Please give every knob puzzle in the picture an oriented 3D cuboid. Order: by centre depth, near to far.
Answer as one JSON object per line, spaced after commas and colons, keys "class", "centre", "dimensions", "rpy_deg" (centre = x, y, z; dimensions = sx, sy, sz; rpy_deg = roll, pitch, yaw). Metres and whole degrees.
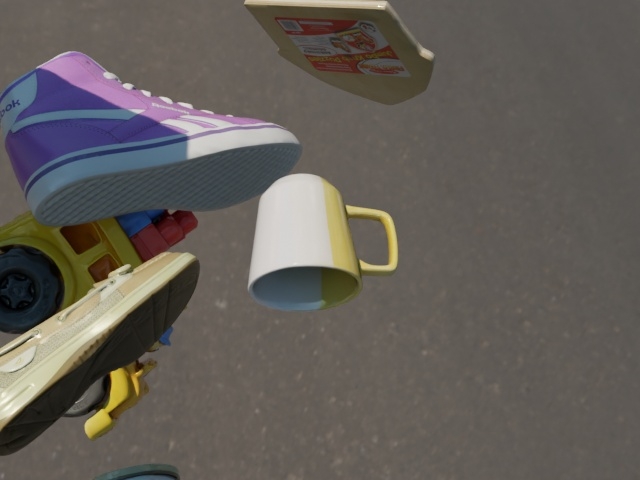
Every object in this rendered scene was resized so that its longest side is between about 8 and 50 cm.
{"class": "knob puzzle", "centre": [0.038, -0.205, 1.183], "dimensions": [0.213, 0.213, 0.030], "rpy_deg": [20, 73, -2]}

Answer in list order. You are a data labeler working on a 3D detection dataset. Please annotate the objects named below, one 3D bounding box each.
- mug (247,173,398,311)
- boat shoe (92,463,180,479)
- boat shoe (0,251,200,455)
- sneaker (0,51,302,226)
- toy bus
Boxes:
{"class": "mug", "centre": [-0.004, 0.001, 0.620], "dimensions": [0.078, 0.062, 0.064], "rpy_deg": [18, 55, -36]}
{"class": "boat shoe", "centre": [-0.236, 0.387, 1.550], "dimensions": [0.113, 0.302, 0.103], "rpy_deg": [-14, 66, 2]}
{"class": "boat shoe", "centre": [-0.128, 0.049, 0.595], "dimensions": [0.048, 0.056, 0.153], "rpy_deg": [38, 61, 19]}
{"class": "sneaker", "centre": [-0.153, -0.111, 1.014], "dimensions": [0.282, 0.102, 0.161], "rpy_deg": [-6, 57, -40]}
{"class": "toy bus", "centre": [-0.199, 0.048, 1.059], "dimensions": [0.211, 0.149, 0.220], "rpy_deg": [-32, 94, -8]}
